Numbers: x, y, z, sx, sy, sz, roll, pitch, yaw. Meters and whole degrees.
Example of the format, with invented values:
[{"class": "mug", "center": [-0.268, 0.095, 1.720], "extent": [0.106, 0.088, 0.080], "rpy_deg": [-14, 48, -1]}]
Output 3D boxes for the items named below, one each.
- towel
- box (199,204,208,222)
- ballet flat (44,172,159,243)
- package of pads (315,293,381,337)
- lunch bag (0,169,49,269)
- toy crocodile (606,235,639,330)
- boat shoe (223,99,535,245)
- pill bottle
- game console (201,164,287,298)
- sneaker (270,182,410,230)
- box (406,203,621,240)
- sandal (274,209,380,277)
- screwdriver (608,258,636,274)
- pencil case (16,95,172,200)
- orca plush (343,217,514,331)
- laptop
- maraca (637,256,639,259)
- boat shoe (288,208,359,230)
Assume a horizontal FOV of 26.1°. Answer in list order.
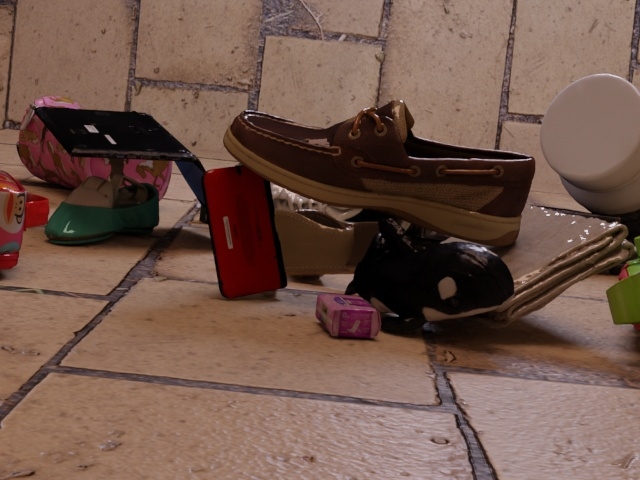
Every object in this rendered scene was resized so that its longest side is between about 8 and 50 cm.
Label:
[{"class": "towel", "center": [0.210, 0.024, 1.547], "extent": [0.187, 0.049, 0.282], "rpy_deg": [-27, 15, -12]}, {"class": "box", "center": [-0.140, -0.051, 2.159], "extent": [0.083, 0.052, 0.062], "rpy_deg": [6, 6, 11]}, {"class": "ballet flat", "center": [-0.295, -0.048, 1.877], "extent": [0.083, 0.087, 0.247], "rpy_deg": [9, 8, 21]}, {"class": "package of pads", "center": [0.027, 0.076, 1.393], "extent": [0.050, 0.032, 0.083], "rpy_deg": [3, 8, -12]}, {"class": "lunch bag", "center": [-0.441, -0.040, 1.576], "extent": [0.258, 0.120, 0.293], "rpy_deg": [4, 7, -19]}, {"class": "toy crocodile", "center": [0.370, 0.054, 1.510], "extent": [0.105, 0.115, 0.340], "rpy_deg": [-14, 3, 12]}, {"class": "boat shoe", "center": [0.068, -0.099, 1.515], "extent": [0.342, 0.123, 0.123], "rpy_deg": [18, 20, 3]}, {"class": "pill bottle", "center": [0.500, -0.115, 2.182], "extent": [0.204, 0.204, 0.361], "rpy_deg": [12, -10, 38]}, {"class": "game console", "center": [-0.089, -0.011, 1.562], "extent": [0.124, 0.144, 0.085], "rpy_deg": [-11, 1, -36]}, {"class": "sneaker", "center": [-0.010, -0.049, 2.035], "extent": [0.293, 0.108, 0.169], "rpy_deg": [-4, 17, -2]}, {"class": "box", "center": [0.276, -0.025, 2.131], "extent": [0.296, 0.073, 0.293], "rpy_deg": [5, 1, -5]}, {"class": "sandal", "center": [0.000, 0.020, 1.705], "extent": [0.240, 0.088, 0.079], "rpy_deg": [3, -28, 28]}, {"class": "screwdriver", "center": [0.392, 0.043, 2.015], "extent": [0.170, 0.025, 0.024], "rpy_deg": [-5, 11, -15]}, {"class": "pencil case", "center": [-0.388, -0.154, 2.351], "extent": [0.167, 0.160, 0.386], "rpy_deg": [2, 9, -32]}, {"class": "orca plush", "center": [0.099, 0.011, 1.467], "extent": [0.151, 0.102, 0.287], "rpy_deg": [-26, 15, -9]}, {"class": "laptop", "center": [-0.248, -0.088, 1.909], "extent": [0.264, 0.136, 0.234], "rpy_deg": [1, 18, -24]}, {"class": "maraca", "center": [0.474, 0.039, 1.800], "extent": [0.127, 0.099, 0.185], "rpy_deg": [13, -17, 7]}, {"class": "boat shoe", "center": [0.000, 0.000, 1.878], "extent": [0.190, 0.068, 0.072], "rpy_deg": [12, -10, -37]}]
